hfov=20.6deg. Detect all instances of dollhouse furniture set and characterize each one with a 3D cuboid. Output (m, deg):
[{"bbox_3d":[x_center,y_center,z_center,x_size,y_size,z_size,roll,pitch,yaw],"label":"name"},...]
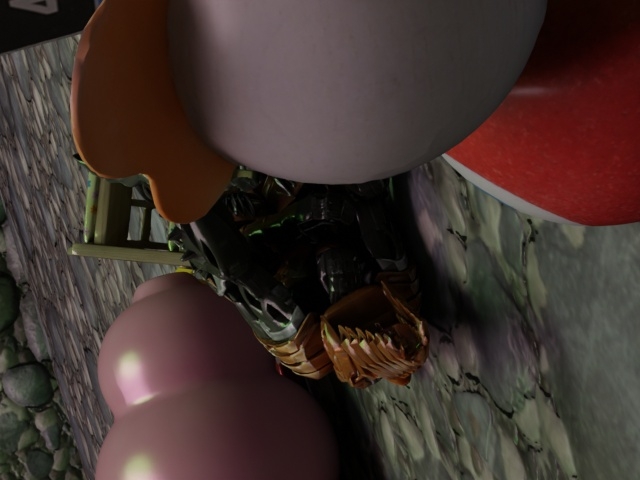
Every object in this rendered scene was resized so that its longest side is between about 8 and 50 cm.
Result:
[{"bbox_3d":[-0.103,-0.073,1.233,0.161,0.101,0.182,17,-101,-80],"label":"dollhouse furniture set"}]

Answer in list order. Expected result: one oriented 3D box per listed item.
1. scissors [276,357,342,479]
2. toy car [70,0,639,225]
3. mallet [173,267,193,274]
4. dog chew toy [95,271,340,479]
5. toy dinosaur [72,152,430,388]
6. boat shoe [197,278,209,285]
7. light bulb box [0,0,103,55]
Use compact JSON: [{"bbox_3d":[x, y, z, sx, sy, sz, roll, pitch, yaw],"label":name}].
[{"bbox_3d":[-0.037,0.087,1.371,0.109,0.021,0.297,170,80,-76],"label":"scissors"},{"bbox_3d":[0.027,-0.067,0.487,0.219,0.238,0.210,36,144,38],"label":"toy car"},{"bbox_3d":[-0.106,0.034,1.425,0.062,0.039,0.190,63,142,28],"label":"mallet"},{"bbox_3d":[-0.068,0.184,1.259,0.206,0.206,0.332,129,125,-72],"label":"dog chew toy"},{"bbox_3d":[0.000,0.000,1.008,0.322,0.164,0.218,6,129,54],"label":"toy dinosaur"},{"bbox_3d":[-0.080,0.135,1.490,0.073,0.073,0.207,107,150,-63],"label":"boat shoe"},{"bbox_3d":[-0.111,-0.272,0.594,0.225,0.361,0.358,-123,21,-43],"label":"light bulb box"}]
